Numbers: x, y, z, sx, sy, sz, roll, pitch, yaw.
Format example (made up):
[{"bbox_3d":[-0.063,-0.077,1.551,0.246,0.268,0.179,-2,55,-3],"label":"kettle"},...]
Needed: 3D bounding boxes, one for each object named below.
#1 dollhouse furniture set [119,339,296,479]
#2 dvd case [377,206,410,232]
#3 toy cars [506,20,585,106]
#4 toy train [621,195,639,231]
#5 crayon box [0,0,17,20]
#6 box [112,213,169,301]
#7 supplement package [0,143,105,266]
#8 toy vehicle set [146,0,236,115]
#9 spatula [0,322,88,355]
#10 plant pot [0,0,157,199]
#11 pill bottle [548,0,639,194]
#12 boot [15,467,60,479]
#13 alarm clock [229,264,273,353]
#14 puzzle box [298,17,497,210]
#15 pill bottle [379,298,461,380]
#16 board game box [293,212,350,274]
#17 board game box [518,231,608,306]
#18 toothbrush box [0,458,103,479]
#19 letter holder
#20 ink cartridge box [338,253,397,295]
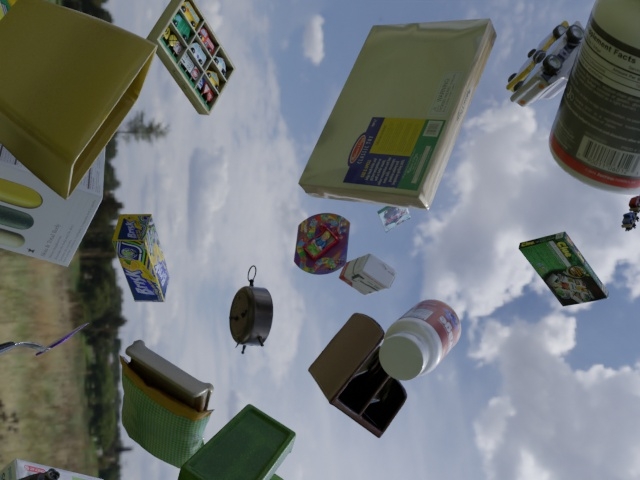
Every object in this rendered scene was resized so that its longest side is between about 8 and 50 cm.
[{"bbox_3d":[-0.211,0.309,1.029,0.302,0.151,0.197,28,-53,17],"label":"dollhouse furniture set"},{"bbox_3d":[0.213,-0.074,2.059,0.013,0.087,0.119,59,-1,29],"label":"dvd case"},{"bbox_3d":[0.449,-0.331,1.374,0.176,0.087,0.393,-48,-178,21],"label":"toy cars"},{"bbox_3d":[0.726,-0.083,1.636,0.027,0.036,0.158,-6,-138,52],"label":"toy train"},{"bbox_3d":[-0.718,-0.414,1.301,0.106,0.363,0.313,49,-17,56],"label":"crayon box"},{"bbox_3d":[-0.291,0.033,1.170,0.168,0.054,0.059,88,4,-51],"label":"box"},{"bbox_3d":[-0.601,-0.111,1.440,0.199,0.263,0.198,-54,-148,27],"label":"supplement package"},{"bbox_3d":[-0.313,-0.459,1.762,0.165,0.035,0.267,-67,149,-23],"label":"toy vehicle set"},{"bbox_3d":[-0.536,0.193,1.280,0.030,0.084,0.296,65,20,8],"label":"spatula"},{"bbox_3d":[-0.382,-0.214,1.016,0.212,0.187,0.212,-62,-166,-20],"label":"plant pot"},{"bbox_3d":[0.494,-0.266,1.072,0.210,0.210,0.362,-112,-160,-44],"label":"pill bottle"},{"bbox_3d":[-0.382,0.394,1.001,0.229,0.263,0.091,-137,-149,-63],"label":"boot"},{"bbox_3d":[-0.155,0.145,1.559,0.129,0.064,0.191,-31,-128,55],"label":"alarm clock"},{"bbox_3d":[0.149,-0.252,1.377,0.272,0.052,0.408,10,-113,36],"label":"puzzle box"},{"bbox_3d":[0.200,0.203,1.446,0.121,0.216,0.121,6,-75,26],"label":"pill bottle"},{"bbox_3d":[0.000,0.000,1.734,0.033,0.133,0.168,63,30,-60],"label":"board game box"},{"bbox_3d":[0.664,0.082,1.943,0.136,0.259,0.030,-15,-142,43],"label":"board game box"},{"bbox_3d":[-0.554,0.543,1.288,0.283,0.206,0.122,-40,-132,12],"label":"toothbrush box"},{"bbox_3d":[0.113,0.315,1.762,0.214,0.152,0.302,-53,-169,-3],"label":"letter holder"},{"bbox_3d":[0.128,0.095,1.940,0.135,0.099,0.056,-27,-148,61],"label":"ink cartridge box"}]
